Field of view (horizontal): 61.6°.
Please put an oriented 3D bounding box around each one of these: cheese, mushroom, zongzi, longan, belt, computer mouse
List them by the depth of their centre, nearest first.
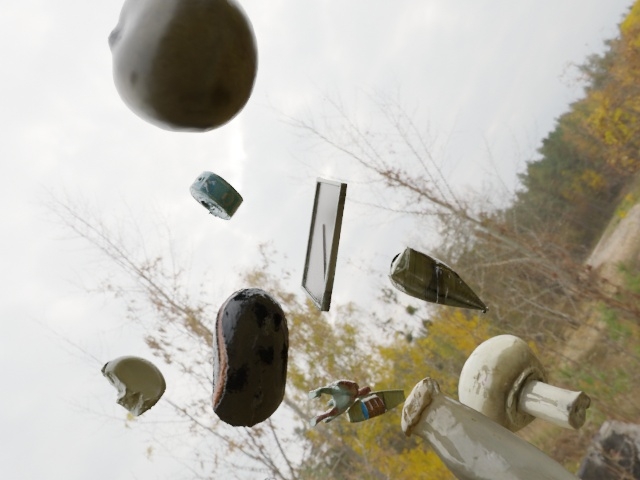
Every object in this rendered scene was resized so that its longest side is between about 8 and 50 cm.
[{"bbox_3d":[0.338,0.428,1.027,0.137,0.407,0.154,-46,-30,-21],"label":"mushroom"},{"bbox_3d":[-0.309,-0.424,1.222,0.361,0.360,0.361,-47,-26,-32],"label":"longan"},{"bbox_3d":[-0.158,0.271,1.232,0.182,0.116,0.324,1,-90,-31],"label":"computer mouse"},{"bbox_3d":[0.285,0.108,1.342,0.112,0.242,0.221,-63,-3,-2],"label":"zongzi"},{"bbox_3d":[-0.272,-0.120,1.410,0.082,0.163,0.148,-55,-49,-16],"label":"belt"},{"bbox_3d":[0.590,0.436,1.565,0.314,0.336,0.315,-4,-83,-42],"label":"mushroom"},{"bbox_3d":[-0.594,0.446,1.699,0.091,0.202,0.175,-46,7,30],"label":"cheese"}]

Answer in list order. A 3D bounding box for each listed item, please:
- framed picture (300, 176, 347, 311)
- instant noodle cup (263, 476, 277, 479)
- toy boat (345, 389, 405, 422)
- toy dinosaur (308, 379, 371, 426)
[{"bbox_3d":[0.000,0.000,1.116,0.189,0.023,0.260,-151,68,-72],"label":"framed picture"},{"bbox_3d":[-0.117,0.548,0.838,0.255,0.244,0.244,-28,-37,-33],"label":"instant noodle cup"},{"bbox_3d":[0.141,0.426,1.390,0.172,0.066,0.065,-12,-91,-26],"label":"toy boat"},{"bbox_3d":[0.048,0.300,1.060,0.167,0.053,0.242,-21,-31,-22],"label":"toy dinosaur"}]
